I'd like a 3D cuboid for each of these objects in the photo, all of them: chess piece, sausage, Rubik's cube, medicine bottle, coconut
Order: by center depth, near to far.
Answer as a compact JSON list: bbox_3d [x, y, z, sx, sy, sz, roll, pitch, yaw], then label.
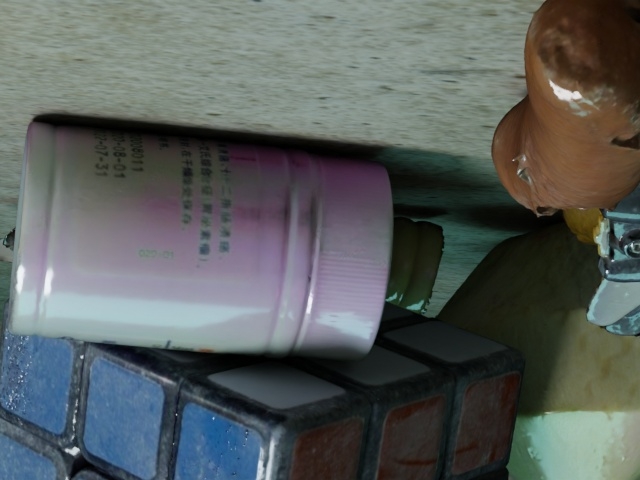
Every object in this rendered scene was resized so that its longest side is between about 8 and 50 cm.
[{"bbox_3d":[0.133,-0.059,1.004,0.079,0.087,0.326,-37,173,-3],"label":"sausage"},{"bbox_3d":[-0.086,0.003,1.381,0.254,0.152,0.152,6,173,-10],"label":"medicine bottle"},{"bbox_3d":[-0.059,0.201,1.526,0.301,0.305,0.304,22,-162,38],"label":"Rubik's cube"},{"bbox_3d":[0.222,0.109,1.681,0.259,0.259,0.259,4,173,0],"label":"coconut"},{"bbox_3d":[0.000,0.000,1.685,0.200,0.090,0.090,17,171,-11],"label":"chess piece"}]

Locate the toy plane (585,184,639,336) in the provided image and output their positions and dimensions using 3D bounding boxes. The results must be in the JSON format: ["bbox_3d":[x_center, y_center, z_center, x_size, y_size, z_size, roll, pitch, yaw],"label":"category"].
[{"bbox_3d":[0.322,-0.014,1.197,0.316,0.103,0.204,0,138,7],"label":"toy plane"}]

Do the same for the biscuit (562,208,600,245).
[{"bbox_3d":[0.315,-0.006,1.386,0.296,0.075,0.296,4,172,1],"label":"biscuit"}]

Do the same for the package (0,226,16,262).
[{"bbox_3d":[-0.173,0.005,1.817,0.269,0.071,0.194,4,179,-22],"label":"package"}]
